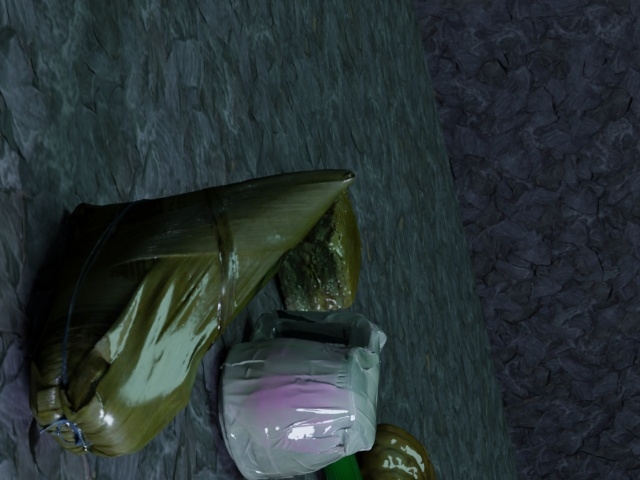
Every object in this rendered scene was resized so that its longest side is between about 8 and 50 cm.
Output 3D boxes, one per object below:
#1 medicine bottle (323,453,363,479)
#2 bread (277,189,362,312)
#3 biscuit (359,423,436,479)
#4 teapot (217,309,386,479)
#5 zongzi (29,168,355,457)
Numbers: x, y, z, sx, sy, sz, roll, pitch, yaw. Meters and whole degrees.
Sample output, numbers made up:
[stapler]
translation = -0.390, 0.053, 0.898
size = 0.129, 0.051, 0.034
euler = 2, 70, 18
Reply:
[medicine bottle]
translation = 0.045, 0.384, 1.934
size = 0.095, 0.064, 0.260
euler = -54, 135, -53
[bread]
translation = 0.000, 0.000, 1.879
size = 0.196, 0.102, 0.138
euler = -76, 157, -57
[biscuit]
translation = 0.136, 0.455, 2.177
size = 0.326, 0.107, 0.325
euler = -9, 90, -78
[teapot]
translation = -0.011, 0.184, 1.598
size = 0.221, 0.178, 0.163
euler = -55, 136, -70
[zongzi]
translation = -0.103, 0.055, 1.134
size = 0.250, 0.274, 0.125
euler = -83, 153, -42
